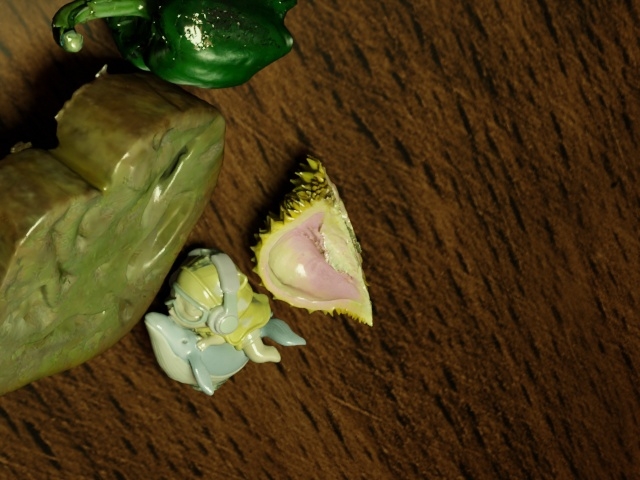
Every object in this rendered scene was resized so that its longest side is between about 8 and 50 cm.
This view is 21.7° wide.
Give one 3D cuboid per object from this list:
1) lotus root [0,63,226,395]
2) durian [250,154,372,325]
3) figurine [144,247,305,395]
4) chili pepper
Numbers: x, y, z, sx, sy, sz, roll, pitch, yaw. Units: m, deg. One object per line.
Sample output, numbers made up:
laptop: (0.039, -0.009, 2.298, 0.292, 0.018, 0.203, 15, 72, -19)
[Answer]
lotus root: (-0.255, 0.005, 1.774, 0.390, 0.111, 0.375, -48, 162, -17)
durian: (0.002, 0.000, 1.981, 0.182, 0.132, 0.165, 32, 76, -46)
figurine: (-0.121, 0.095, 1.989, 0.209, 0.128, 0.183, -3, 119, -40)
chili pepper: (-0.152, -0.241, 1.698, 0.261, 0.174, 0.165, 2, 117, -37)
